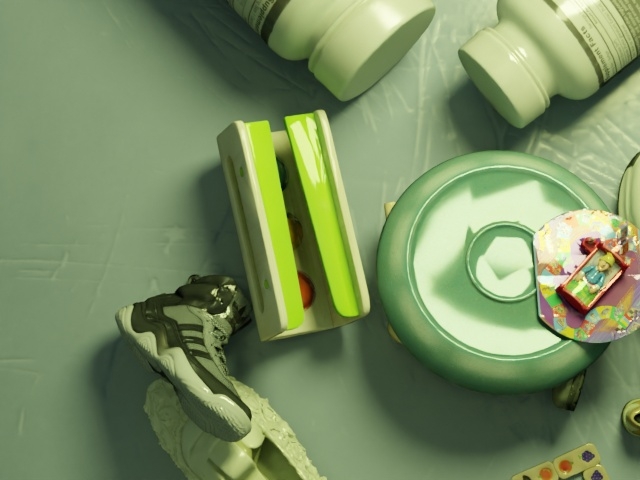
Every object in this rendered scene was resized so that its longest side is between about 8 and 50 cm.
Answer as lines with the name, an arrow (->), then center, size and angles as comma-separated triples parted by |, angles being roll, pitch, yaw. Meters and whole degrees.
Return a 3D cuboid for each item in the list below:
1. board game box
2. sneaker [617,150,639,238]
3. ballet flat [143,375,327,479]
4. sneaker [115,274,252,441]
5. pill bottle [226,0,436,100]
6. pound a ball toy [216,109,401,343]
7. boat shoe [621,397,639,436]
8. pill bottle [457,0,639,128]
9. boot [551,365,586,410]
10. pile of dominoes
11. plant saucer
board game box -> 0.327, 0.038, 1.681 | 0.133, 0.033, 0.168 | -1, 73, -2
sneaker -> 0.495, 0.046, 1.637 | 0.169, 0.257, 0.447 | -11, 69, -8
ballet flat -> -0.064, 0.307, 1.747 | 0.409, 0.147, 0.147 | 44, 89, 8
sneaker -> -0.135, 0.131, 1.745 | 0.153, 0.101, 0.268 | -36, 47, -18
pill bottle -> -0.036, -0.363, 1.785 | 0.204, 0.204, 0.361 | -44, 83, -1
pound a ball toy -> 0.000, 0.000, 1.795 | 0.208, 0.136, 0.319 | -10, 82, -22
boat shoe -> 0.476, 0.224, 1.742 | 0.190, 0.072, 0.068 | -6, 83, 4
pill bottle -> 0.335, -0.289, 1.760 | 0.318, 0.176, 0.176 | -39, 82, -1
boot -> 0.261, 0.092, 1.778 | 0.161, 0.083, 0.246 | 3, 75, 7
pile of dominoes -> 0.272, 0.393, 1.756 | 0.251, 0.040, 0.196 | -25, 82, 2
plant saucer -> 0.228, 0.031, 1.721 | 0.318, 0.043, 0.317 | 0, 74, -1
